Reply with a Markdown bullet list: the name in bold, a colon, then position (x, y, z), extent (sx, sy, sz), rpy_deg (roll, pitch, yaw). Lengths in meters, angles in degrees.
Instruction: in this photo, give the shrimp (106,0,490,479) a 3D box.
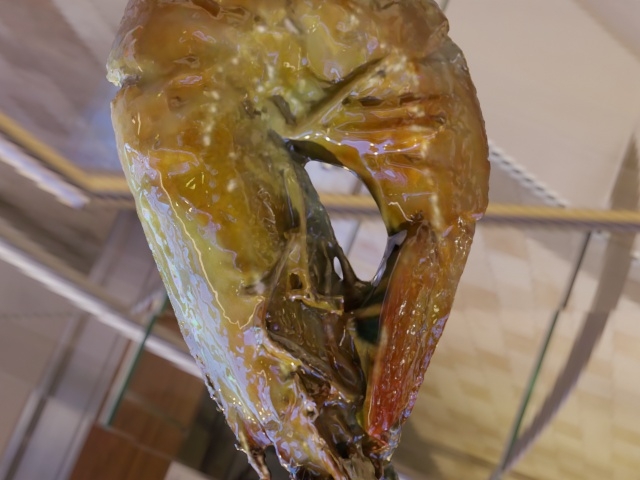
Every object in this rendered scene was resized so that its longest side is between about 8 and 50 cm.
- **shrimp**: position (0.000, 0.000, 0.562), extent (0.145, 0.267, 0.061), rpy_deg (-12, 170, 2)
